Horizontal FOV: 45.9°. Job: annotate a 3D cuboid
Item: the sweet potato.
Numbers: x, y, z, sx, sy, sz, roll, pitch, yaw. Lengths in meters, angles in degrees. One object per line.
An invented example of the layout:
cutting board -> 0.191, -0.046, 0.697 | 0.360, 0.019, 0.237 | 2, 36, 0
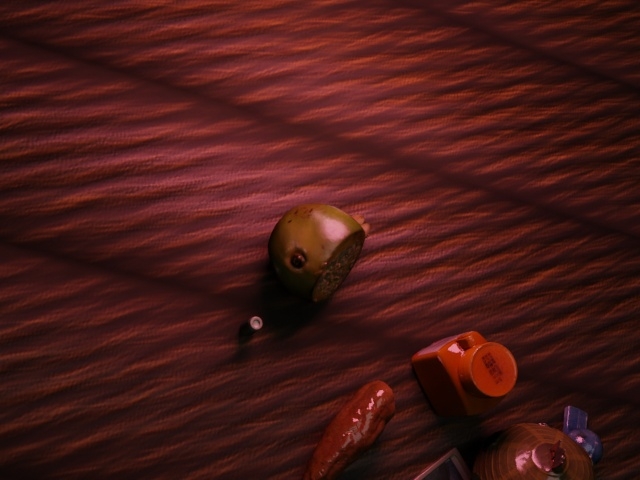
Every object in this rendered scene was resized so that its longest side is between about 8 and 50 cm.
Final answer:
sweet potato -> 0.055, 0.384, 1.472 | 0.097, 0.097, 0.252 | 42, 72, -5

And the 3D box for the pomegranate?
pomegranate -> -0.003, -0.005, 1.500 | 0.159, 0.190, 0.241 | 37, 68, 20

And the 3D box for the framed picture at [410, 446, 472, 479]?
framed picture -> 0.272, 0.549, 1.542 | 0.150, 0.015, 0.203 | -30, 88, -22

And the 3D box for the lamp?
lamp -> 0.418, 0.468, 1.465 | 0.250, 0.284, 0.250 | 2, 50, -2

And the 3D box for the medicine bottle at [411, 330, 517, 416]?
medicine bottle -> 0.289, 0.265, 1.503 | 0.112, 0.222, 0.149 | -25, 85, -22

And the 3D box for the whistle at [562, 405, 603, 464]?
whistle -> 0.559, 0.423, 1.611 | 0.090, 0.090, 0.158 | 25, 57, -11

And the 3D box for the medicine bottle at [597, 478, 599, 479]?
medicine bottle -> 0.619, 0.560, 1.628 | 0.230, 0.059, 0.059 | 30, 70, -9

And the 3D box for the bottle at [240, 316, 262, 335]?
bottle -> -0.133, 0.166, 1.465 | 0.030, 0.083, 0.030 | 4, 76, -17
